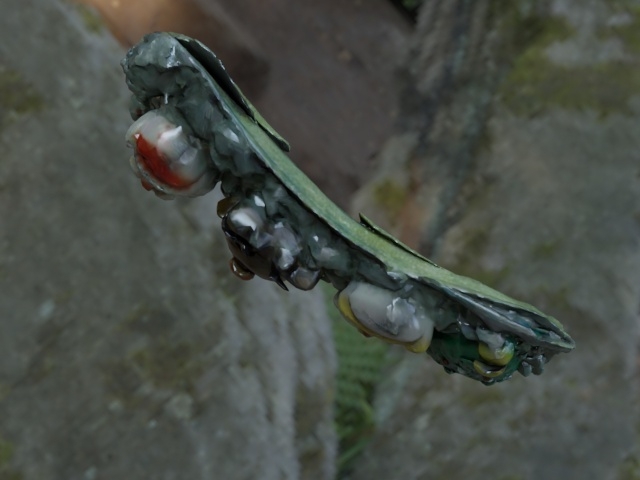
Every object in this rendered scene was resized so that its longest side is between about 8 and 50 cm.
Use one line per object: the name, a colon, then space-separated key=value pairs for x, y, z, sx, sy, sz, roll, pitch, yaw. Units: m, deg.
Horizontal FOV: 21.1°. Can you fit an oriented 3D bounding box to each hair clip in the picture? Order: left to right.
hair clip: x=0.000 y=0.002 z=1.046 sx=0.321 sy=0.091 sz=0.138 roll=36 pitch=-9 yaw=0
